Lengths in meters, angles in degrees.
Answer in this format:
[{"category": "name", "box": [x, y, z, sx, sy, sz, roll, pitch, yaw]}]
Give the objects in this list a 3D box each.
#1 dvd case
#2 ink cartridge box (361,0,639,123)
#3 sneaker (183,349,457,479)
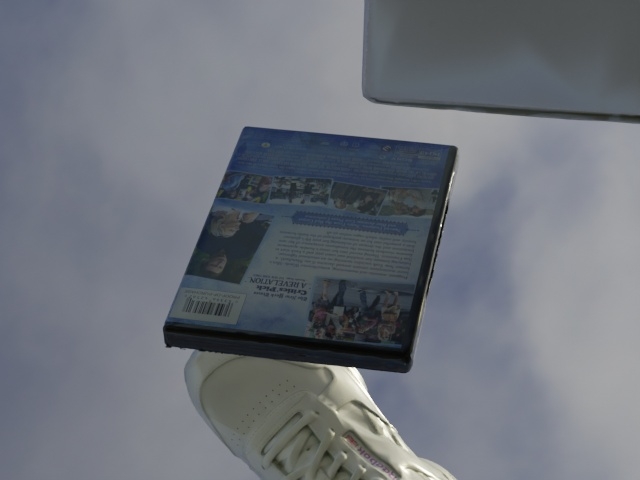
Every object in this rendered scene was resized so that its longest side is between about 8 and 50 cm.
[{"category": "dvd case", "box": [0.000, 0.000, 1.275, 0.180, 0.022, 0.253, 6, -140, 10]}, {"category": "ink cartridge box", "box": [0.118, -0.192, 0.582, 0.197, 0.198, 0.270, 3, -143, 1]}, {"category": "sneaker", "box": [0.023, 0.181, 1.336, 0.305, 0.152, 0.114, 39, -82, -11]}]
